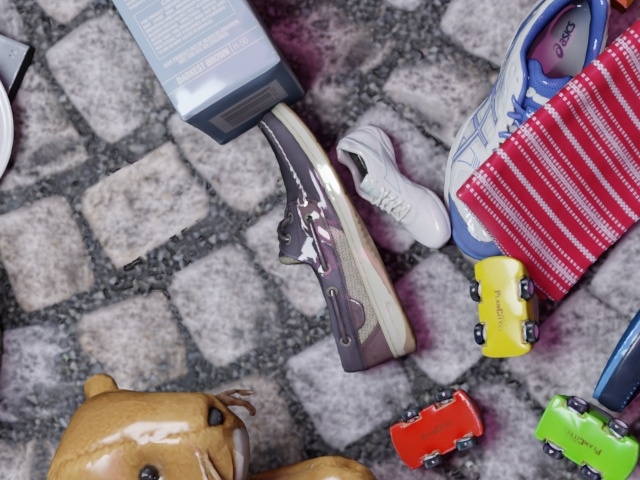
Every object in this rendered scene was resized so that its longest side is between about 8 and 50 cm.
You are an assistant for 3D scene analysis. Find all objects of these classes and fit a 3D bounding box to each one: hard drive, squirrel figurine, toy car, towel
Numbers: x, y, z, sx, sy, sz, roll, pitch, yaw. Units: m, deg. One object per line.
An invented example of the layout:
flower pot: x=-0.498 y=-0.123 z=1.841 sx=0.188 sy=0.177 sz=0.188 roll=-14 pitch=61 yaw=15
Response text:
hard drive: x=-0.389 y=-0.189 z=1.297 sx=0.135 sy=0.022 sz=0.094 roll=23 pitch=89 yaw=7
squirrel figurine: x=-0.134 y=0.305 z=1.083 sx=0.397 sy=0.281 sz=0.370 roll=-28 pitch=118 yaw=29
toy car: x=0.207 y=0.159 z=1.164 sx=0.225 sy=0.053 sz=0.239 roll=31 pitch=105 yaw=23
towel: x=0.277 y=-0.081 z=1.158 sx=0.275 sy=0.199 sz=0.031 roll=-43 pitch=39 yaw=2

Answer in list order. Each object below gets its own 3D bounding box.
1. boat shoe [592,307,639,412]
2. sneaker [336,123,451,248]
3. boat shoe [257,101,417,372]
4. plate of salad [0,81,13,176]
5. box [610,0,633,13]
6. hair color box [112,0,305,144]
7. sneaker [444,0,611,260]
boat shoe: x=0.366 y=0.067 z=1.165 sx=0.089 sy=0.109 sz=0.258 roll=37 pitch=93 yaw=10
sneaker: x=0.069 y=-0.047 z=1.218 sx=0.152 sy=0.061 sz=0.054 roll=50 pitch=129 yaw=9
boat shoe: x=0.000 y=0.000 z=1.209 sx=0.092 sy=0.103 sz=0.285 roll=-28 pitch=90 yaw=-1
plate of salad: x=-0.420 y=-0.123 z=1.269 sx=0.199 sy=0.048 sz=0.200 roll=0 pitch=102 yaw=1
box: x=0.323 y=-0.311 z=1.232 sx=0.081 sy=0.028 sz=0.136 roll=40 pitch=89 yaw=7
hair color box: x=-0.164 y=-0.290 z=1.199 sx=0.113 sy=0.185 sz=0.374 roll=-30 pitch=84 yaw=4
sneaker: x=0.199 y=-0.123 z=1.182 sx=0.111 sy=0.131 sz=0.296 roll=19 pitch=90 yaw=5
